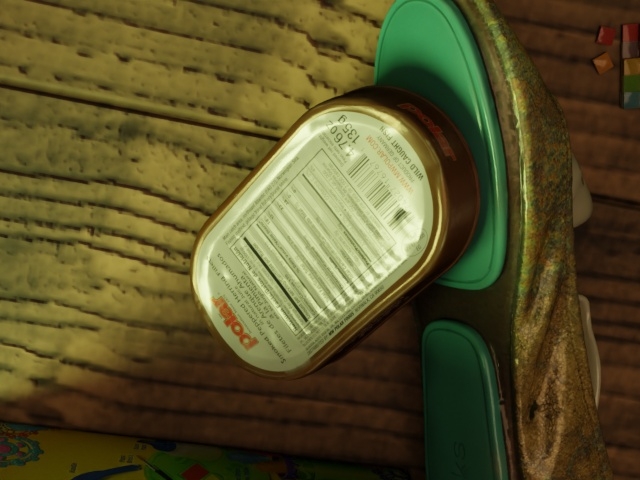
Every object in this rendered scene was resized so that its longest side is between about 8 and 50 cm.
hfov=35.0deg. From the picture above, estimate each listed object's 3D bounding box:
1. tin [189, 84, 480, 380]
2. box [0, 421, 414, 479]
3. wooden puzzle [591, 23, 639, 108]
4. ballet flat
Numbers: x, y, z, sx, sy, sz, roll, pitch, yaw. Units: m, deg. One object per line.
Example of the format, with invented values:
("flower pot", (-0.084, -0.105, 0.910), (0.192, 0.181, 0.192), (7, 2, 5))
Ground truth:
("tin", (0.000, 0.000, 0.532), (0.190, 0.040, 0.106), (-45, 74, 35))
("box", (-0.077, 0.237, 0.500), (0.279, 0.290, 0.177), (9, 103, -9))
("wooden puzzle", (0.200, -0.104, 0.598), (0.083, 0.006, 0.049), (-5, 104, -6))
("ballet flat", (0.106, 0.022, 0.571), (0.123, 0.123, 0.348), (-9, 104, -5))
